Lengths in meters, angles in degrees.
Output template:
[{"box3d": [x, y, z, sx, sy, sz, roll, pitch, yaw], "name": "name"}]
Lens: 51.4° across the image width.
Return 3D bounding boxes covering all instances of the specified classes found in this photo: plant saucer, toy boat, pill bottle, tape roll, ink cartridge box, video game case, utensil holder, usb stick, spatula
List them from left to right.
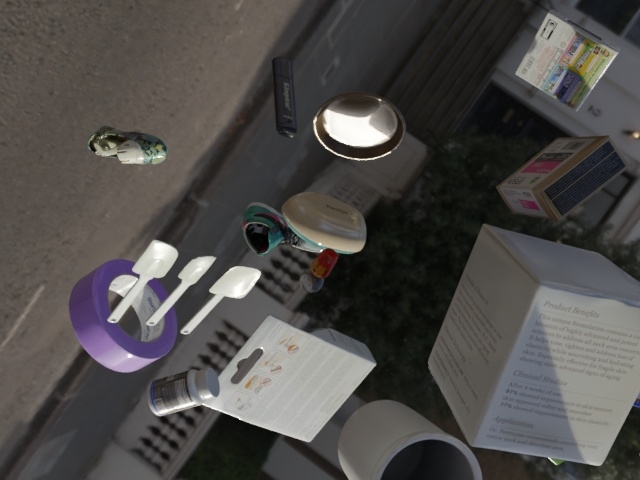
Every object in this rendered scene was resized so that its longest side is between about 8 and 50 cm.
[{"box3d": [-0.490, 0.187, 1.673, 0.090, 0.274, 0.275, -30, -175, 22], "name": "tape roll"}, {"box3d": [-0.211, 0.083, 0.990, 0.242, 0.168, 0.019, -45, -139, 43], "name": "spatula"}, {"box3d": [-0.289, 0.319, 1.412, 0.137, 0.078, 0.078, -17, -179, 9], "name": "pill bottle"}, {"box3d": [-0.113, -0.452, 2.084, 0.045, 0.077, 0.277, -27, -121, 44], "name": "usb stick"}, {"box3d": [-0.087, 0.347, 1.734, 0.308, 0.385, 0.091, -51, -146, 13], "name": "ink cartridge box"}, {"box3d": [0.000, 0.000, 1.896, 0.148, 0.268, 0.318, -56, -161, 37], "name": "toy boat"}, {"box3d": [0.117, -0.346, 1.989, 0.277, 0.278, 0.041, 118, -17, -54], "name": "plant saucer"}, {"box3d": [0.249, 0.677, 1.990, 0.327, 0.328, 0.385, -54, -168, -6], "name": "utensil holder"}, {"box3d": [0.522, -0.139, 1.462, 0.193, 0.088, 0.235, -37, -170, -2], "name": "ink cartridge box"}, {"box3d": [0.618, -0.451, 1.682, 0.023, 0.193, 0.212, -47, 166, -29], "name": "video game case"}]

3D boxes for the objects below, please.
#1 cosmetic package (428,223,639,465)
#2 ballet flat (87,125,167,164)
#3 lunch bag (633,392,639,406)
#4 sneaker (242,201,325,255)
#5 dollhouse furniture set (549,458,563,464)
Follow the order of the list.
[{"box3d": [0.491, 0.226, 1.486, 0.327, 0.330, 0.393, -109, -146, -67], "name": "cosmetic package"}, {"box3d": [-0.367, -0.170, 1.243, 0.070, 0.189, 0.070, -21, 117, -48], "name": "ballet flat"}, {"box3d": [0.928, 0.343, 2.114, 0.239, 0.386, 0.327, -4, 104, -85], "name": "lunch bag"}, {"box3d": [-0.122, -0.011, 2.120, 0.178, 0.296, 0.123, -67, 178, -58], "name": "sneaker"}, {"box3d": [0.666, 0.449, 1.916, 0.197, 0.151, 0.301, -46, -165, 20], "name": "dollhouse furniture set"}]
